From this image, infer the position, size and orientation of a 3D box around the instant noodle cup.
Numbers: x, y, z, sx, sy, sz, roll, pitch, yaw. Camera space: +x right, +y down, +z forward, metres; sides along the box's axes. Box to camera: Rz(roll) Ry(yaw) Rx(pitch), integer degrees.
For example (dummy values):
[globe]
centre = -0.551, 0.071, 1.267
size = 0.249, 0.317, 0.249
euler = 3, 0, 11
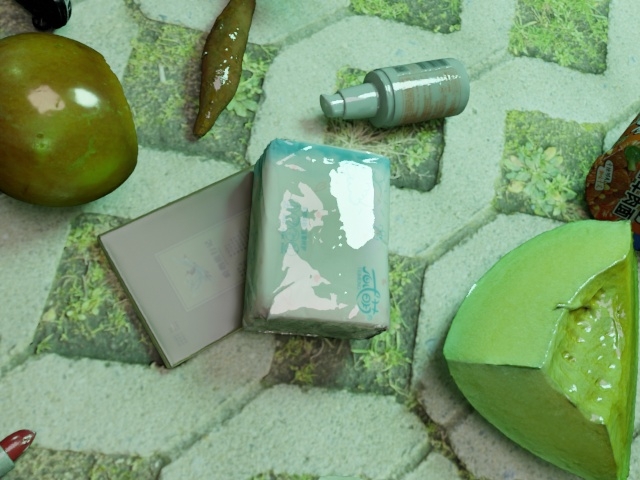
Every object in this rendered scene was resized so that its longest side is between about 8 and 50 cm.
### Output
[instant noodle cup]
centre = 0.610, -0.123, 1.251
size = 0.250, 0.250, 0.192
euler = 40, 56, -1

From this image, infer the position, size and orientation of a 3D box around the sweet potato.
[sweet potato]
centre = -0.154, -0.311, 1.157
size = 0.072, 0.066, 0.315
euler = 36, 54, -49

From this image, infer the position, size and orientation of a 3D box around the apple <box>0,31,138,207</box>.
[apple]
centre = -0.350, -0.158, 0.965
size = 0.207, 0.237, 0.237
euler = 3, 70, -31

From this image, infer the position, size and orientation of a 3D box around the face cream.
[face cream]
centre = 0.119, -0.238, 1.200
size = 0.251, 0.101, 0.101
euler = -14, 76, -21

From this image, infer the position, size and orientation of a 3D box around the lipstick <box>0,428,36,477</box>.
[lipstick]
centre = -0.425, 0.292, 0.869
size = 0.186, 0.057, 0.063
euler = -38, 86, -30

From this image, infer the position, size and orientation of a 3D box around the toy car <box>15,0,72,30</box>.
[toy car]
centre = -0.442, -0.415, 1.090
size = 0.209, 0.089, 0.108
euler = 39, 59, 2

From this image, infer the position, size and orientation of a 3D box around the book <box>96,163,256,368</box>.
[book]
centre = -0.138, 0.021, 1.071
size = 0.310, 0.021, 0.217
euler = -27, 82, -24

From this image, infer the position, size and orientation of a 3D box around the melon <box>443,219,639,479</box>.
[melon]
centre = 0.387, 0.136, 1.100
size = 0.331, 0.226, 0.343
euler = 32, 51, 8

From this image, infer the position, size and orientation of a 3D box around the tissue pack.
[tissue pack]
centre = -0.002, 0.000, 1.046
size = 0.201, 0.124, 0.271
euler = 6, 71, -13

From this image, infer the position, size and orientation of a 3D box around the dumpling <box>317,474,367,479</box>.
[dumpling]
centre = 0.047, 0.407, 0.943
size = 0.166, 0.126, 0.216
euler = -14, 73, -38
